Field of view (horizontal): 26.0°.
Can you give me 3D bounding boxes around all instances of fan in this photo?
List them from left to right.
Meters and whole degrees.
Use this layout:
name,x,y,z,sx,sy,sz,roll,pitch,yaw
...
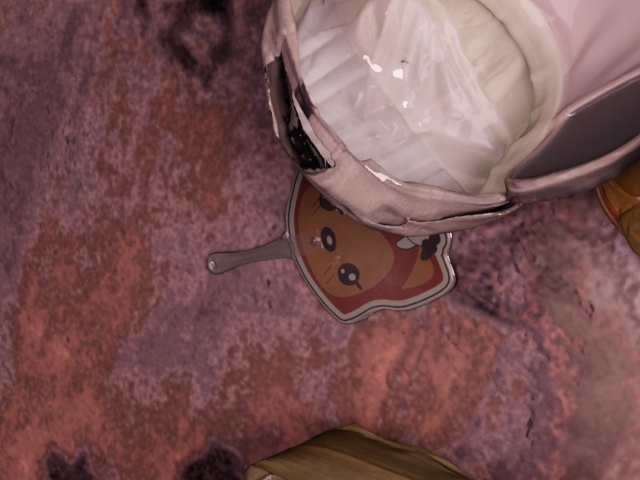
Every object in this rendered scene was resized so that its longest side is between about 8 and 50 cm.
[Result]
name,x,y,z,sx,sy,sz,roll,pitch,yaw
fan,0.000,0.000,1.028,0.220,0.009,0.132,-12,91,33

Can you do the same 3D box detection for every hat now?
name,x,y,z,sx,sy,sz,roll,pitch,yaw
hat,0.100,-0.120,0.870,0.275,0.161,0.232,-31,84,8

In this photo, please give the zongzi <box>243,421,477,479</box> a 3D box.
name,x,y,z,sx,sy,sz,roll,pitch,yaw
zongzi,0.133,0.330,0.912,0.393,0.174,0.356,8,107,25

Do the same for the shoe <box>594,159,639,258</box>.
name,x,y,z,sx,sy,sz,roll,pitch,yaw
shoe,0.217,-0.022,0.852,0.069,0.072,0.109,152,105,-71
